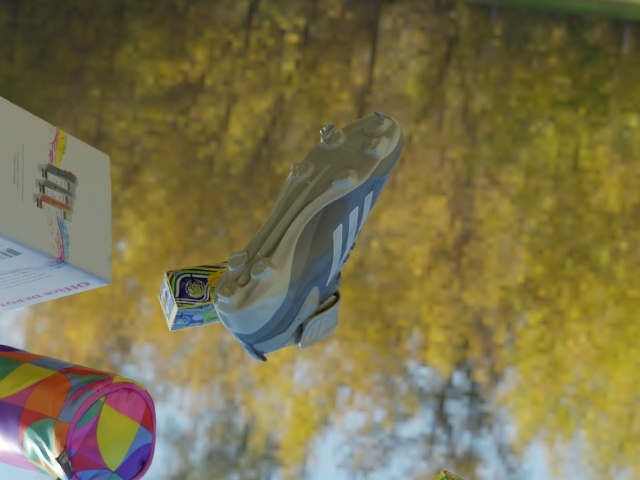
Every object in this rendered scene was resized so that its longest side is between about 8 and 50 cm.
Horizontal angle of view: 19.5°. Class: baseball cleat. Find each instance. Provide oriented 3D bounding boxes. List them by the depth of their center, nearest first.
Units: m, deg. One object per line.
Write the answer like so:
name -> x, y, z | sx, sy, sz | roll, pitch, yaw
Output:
baseball cleat -> 0.000, 0.000, 1.414 | 0.072, 0.206, 0.109 | 28, 159, 43

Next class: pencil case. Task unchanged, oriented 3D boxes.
pencil case -> -0.235, 0.142, 1.502 | 0.236, 0.104, 0.104 | 13, -171, 44

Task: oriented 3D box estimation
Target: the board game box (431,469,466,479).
board game box -> 0.125, 0.291, 1.675 | 0.170, 0.141, 0.048 | 30, -150, -33

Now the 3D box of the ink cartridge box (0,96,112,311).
ink cartridge box -> -0.278, -0.029, 1.594 | 0.128, 0.127, 0.176 | -14, 156, 27

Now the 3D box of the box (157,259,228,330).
box -> -0.101, 0.058, 2.204 | 0.169, 0.054, 0.059 | -10, 152, -21
